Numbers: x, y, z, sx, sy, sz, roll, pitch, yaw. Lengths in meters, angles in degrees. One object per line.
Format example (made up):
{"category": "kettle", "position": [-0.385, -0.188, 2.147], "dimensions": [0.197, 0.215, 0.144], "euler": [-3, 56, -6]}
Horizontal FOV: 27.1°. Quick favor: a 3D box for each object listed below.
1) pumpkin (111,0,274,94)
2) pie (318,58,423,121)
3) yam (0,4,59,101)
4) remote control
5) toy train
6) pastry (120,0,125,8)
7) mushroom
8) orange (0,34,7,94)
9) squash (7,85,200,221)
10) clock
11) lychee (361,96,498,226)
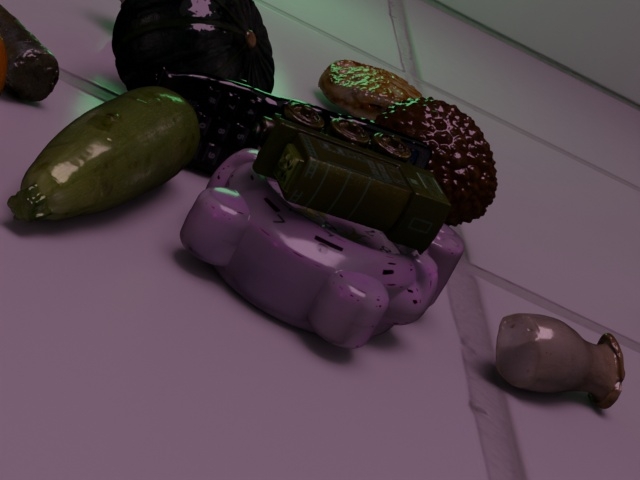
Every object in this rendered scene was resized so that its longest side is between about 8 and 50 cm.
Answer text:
{"category": "pumpkin", "position": [-0.177, -0.253, 1.832], "dimensions": [0.250, 0.216, 0.249], "euler": [29, 47, -36]}
{"category": "pie", "position": [0.098, -0.249, 2.332], "dimensions": [0.205, 0.084, 0.179], "euler": [9, 26, -39]}
{"category": "yam", "position": [-0.397, -0.244, 1.675], "dimensions": [0.078, 0.078, 0.179], "euler": [6, 30, -47]}
{"category": "remote control", "position": [-0.050, -0.124, 1.752], "dimensions": [0.399, 0.144, 0.062], "euler": [15, 23, -25]}
{"category": "toy train", "position": [0.030, -0.073, 1.483], "dimensions": [0.226, 0.090, 0.137], "euler": [16, 29, -27]}
{"category": "pastry", "position": [-0.233, -0.332, 2.071], "dimensions": [0.265, 0.112, 0.103], "euler": [45, 25, 15]}
{"category": "mushroom", "position": [0.291, 0.145, 1.618], "dimensions": [0.212, 0.088, 0.097], "euler": [22, 29, -35]}
{"category": "orange", "position": [-0.414, -0.185, 1.373], "dimensions": [0.178, 0.155, 0.177], "euler": [-2, -2, 0]}
{"category": "squash", "position": [-0.233, -0.097, 1.477], "dimensions": [0.118, 0.118, 0.370], "euler": [31, 22, 8]}
{"category": "clock", "position": [0.000, 0.000, 1.551], "dimensions": [0.296, 0.113, 0.322], "euler": [32, 21, 10]}
{"category": "lychee", "position": [0.150, -0.118, 1.934], "dimensions": [0.238, 0.200, 0.200], "euler": [37, 22, 25]}
